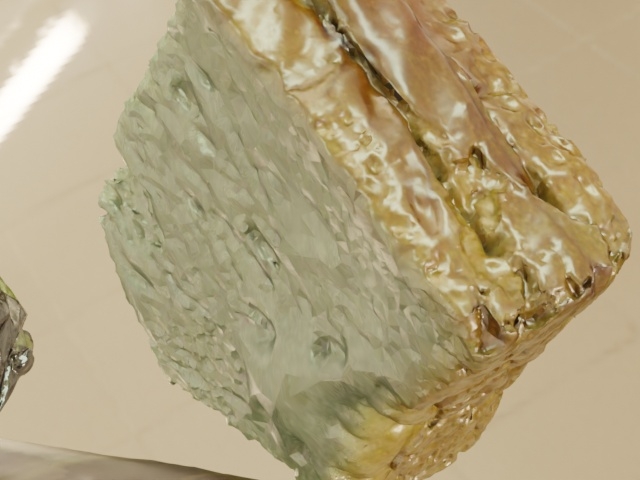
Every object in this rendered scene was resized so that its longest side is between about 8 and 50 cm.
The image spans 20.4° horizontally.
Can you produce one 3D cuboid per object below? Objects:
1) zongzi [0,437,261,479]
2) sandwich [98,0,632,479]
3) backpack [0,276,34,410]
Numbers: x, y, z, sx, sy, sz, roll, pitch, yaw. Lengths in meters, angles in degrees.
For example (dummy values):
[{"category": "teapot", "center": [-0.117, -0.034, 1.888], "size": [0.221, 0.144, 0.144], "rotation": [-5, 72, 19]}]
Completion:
[{"category": "zongzi", "center": [0.071, 0.101, 0.366], "size": [0.403, 0.208, 0.432], "rotation": [-20, 47, -19]}, {"category": "sandwich", "center": [0.001, 0.000, 0.973], "size": [0.131, 0.325, 0.262], "rotation": [-29, 74, -29]}, {"category": "backpack", "center": [-0.380, 0.130, 1.624], "size": [0.207, 0.140, 0.253], "rotation": [-20, 29, 23]}]
